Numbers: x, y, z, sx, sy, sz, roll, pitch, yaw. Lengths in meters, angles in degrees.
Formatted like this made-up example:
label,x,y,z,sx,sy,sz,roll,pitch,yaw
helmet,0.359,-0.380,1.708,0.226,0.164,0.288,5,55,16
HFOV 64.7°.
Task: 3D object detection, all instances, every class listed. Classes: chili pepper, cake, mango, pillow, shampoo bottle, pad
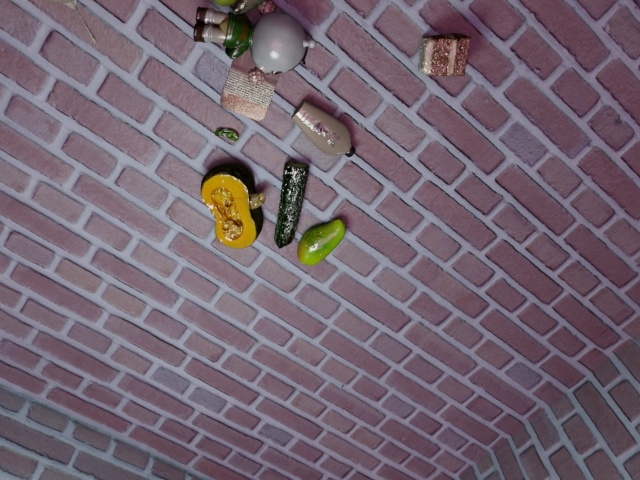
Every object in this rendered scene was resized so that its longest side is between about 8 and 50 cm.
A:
label,x,y,z,sx,sy,sz,roll,pitch,yaw
chili pepper,-0.332,-0.379,1.803,0.091,0.030,0.034,15,140,-8
cake,0.403,-0.615,1.668,0.147,0.135,0.134,4,117,1
mango,0.000,0.000,1.964,0.125,0.111,0.233,37,108,-24
pillow,-0.168,-0.755,1.522,0.241,0.093,0.051,-45,105,-25
shampoo bottle,0.020,-0.384,1.790,0.257,0.078,0.127,34,106,-20
pad,-0.307,-0.562,1.698,0.324,0.055,0.249,11,117,-28

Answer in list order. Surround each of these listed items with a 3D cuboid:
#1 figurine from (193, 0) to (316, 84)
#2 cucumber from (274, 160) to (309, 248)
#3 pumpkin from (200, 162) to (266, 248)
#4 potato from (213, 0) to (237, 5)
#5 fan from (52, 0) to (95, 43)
label,x,y,z,sx,sy,sz,roll,pitch,yaw
figurine,-0.203,-0.635,1.579,0.371,0.167,0.281,9,86,-12
cucumber,-0.117,-0.119,1.907,0.096,0.096,0.359,8,115,-7
pumpkin,-0.303,-0.133,1.866,0.222,0.139,0.316,-10,116,5
potato,-0.261,-0.825,1.493,0.149,0.186,0.253,17,87,-47
fan,-0.793,-0.773,1.592,0.182,0.010,0.310,-20,113,7
